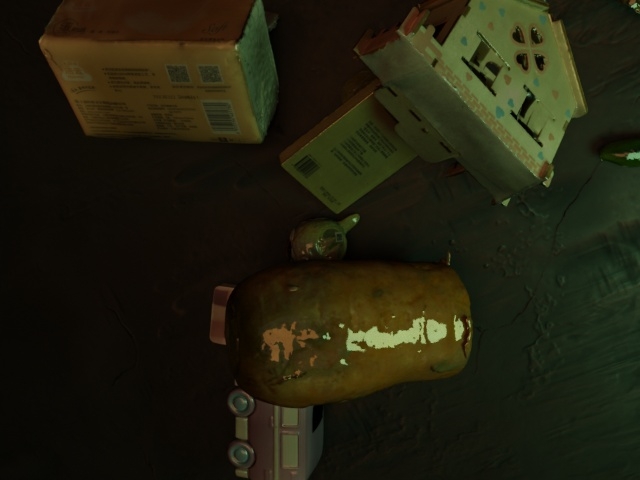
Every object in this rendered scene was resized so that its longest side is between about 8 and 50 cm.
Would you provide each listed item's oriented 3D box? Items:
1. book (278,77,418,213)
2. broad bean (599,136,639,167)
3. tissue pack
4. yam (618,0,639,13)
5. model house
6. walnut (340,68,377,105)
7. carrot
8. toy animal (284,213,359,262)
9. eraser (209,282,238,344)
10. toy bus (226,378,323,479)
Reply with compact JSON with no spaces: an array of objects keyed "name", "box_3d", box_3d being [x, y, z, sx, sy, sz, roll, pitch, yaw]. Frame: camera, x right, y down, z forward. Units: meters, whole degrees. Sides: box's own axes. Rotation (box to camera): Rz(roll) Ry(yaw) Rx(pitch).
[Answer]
[{"name":"book","box_3d":[0.069,-0.151,1.177,0.231,0.026,0.161,-35,134,15]},{"name":"broad bean","box_3d":[0.533,-0.156,1.128,0.227,0.039,0.069,-25,100,13]},{"name":"tissue pack","box_3d":[-0.227,-0.295,1.183,0.306,0.238,0.238,4,101,11]},{"name":"yam","box_3d":[0.503,-0.443,1.073,0.061,0.061,0.252,29,104,5]},{"name":"model house","box_3d":[0.225,-0.241,1.076,0.326,0.169,0.244,41,67,-20]},{"name":"walnut","box_3d":[0.077,-0.225,1.186,0.092,0.092,0.092,2,100,11]},{"name":"carrot","box_3d":[0.034,0.133,1.145,0.341,0.224,0.224,-5,100,-17]},{"name":"toy animal","box_3d":[0.000,0.000,1.248,0.098,0.137,0.098,29,144,24]},{"name":"eraser","box_3d":[-0.156,0.130,1.322,0.065,0.026,0.105,8,102,12]},{"name":"toy bus","box_3d":[-0.070,0.293,1.277,0.142,0.142,0.202,4,102,16]}]
